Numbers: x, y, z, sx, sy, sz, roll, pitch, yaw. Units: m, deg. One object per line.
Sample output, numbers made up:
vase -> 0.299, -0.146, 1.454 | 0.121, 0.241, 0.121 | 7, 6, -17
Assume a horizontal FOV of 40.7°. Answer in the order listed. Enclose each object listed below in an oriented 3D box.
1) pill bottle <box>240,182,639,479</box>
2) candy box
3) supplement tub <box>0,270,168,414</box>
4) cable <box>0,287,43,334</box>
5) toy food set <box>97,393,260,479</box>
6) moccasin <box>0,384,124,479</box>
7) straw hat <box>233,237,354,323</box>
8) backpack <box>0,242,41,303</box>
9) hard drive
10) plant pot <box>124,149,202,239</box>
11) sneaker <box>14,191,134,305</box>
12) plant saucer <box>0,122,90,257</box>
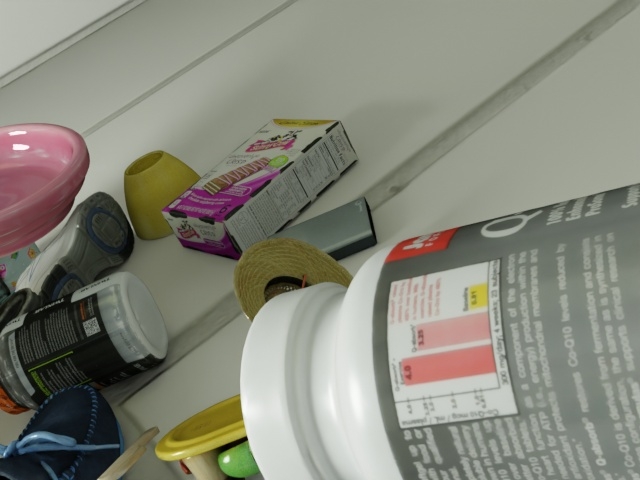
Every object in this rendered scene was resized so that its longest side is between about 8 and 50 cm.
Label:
pill bottle -> 0.140, 0.086, 0.579 | 0.362, 0.210, 0.210 | -14, 31, 28
candy box -> -0.083, -0.077, 1.189 | 0.233, 0.071, 0.159 | -43, 32, -28
supplement tub -> -0.281, 0.121, 0.985 | 0.190, 0.117, 0.117 | -23, 29, 6
cable -> -0.460, 0.166, 1.050 | 0.287, 0.072, 0.139 | -42, 28, 15
toy food set -> -0.070, 0.184, 0.766 | 0.217, 0.071, 0.128 | -22, 5, 6
moccasin -> -0.264, 0.239, 0.775 | 0.137, 0.117, 0.342 | -21, 29, 11
straw hat -> -0.030, 0.071, 0.900 | 0.144, 0.144, 0.061 | -57, -1, -43
backpack -> -0.526, 0.036, 1.311 | 0.165, 0.145, 0.188 | 7, 33, 45
hard drive -> 0.000, 0.000, 1.042 | 0.135, 0.022, 0.094 | -22, 29, 9
plant pot -> -0.243, -0.078, 1.302 | 0.134, 0.095, 0.134 | -21, 30, 13
sneaker -> -0.363, 0.034, 1.215 | 0.129, 0.111, 0.297 | -19, 29, 26
plant saucer -> -0.487, -0.060, 1.230 | 0.332, 0.084, 0.332 | -9, 31, 5
